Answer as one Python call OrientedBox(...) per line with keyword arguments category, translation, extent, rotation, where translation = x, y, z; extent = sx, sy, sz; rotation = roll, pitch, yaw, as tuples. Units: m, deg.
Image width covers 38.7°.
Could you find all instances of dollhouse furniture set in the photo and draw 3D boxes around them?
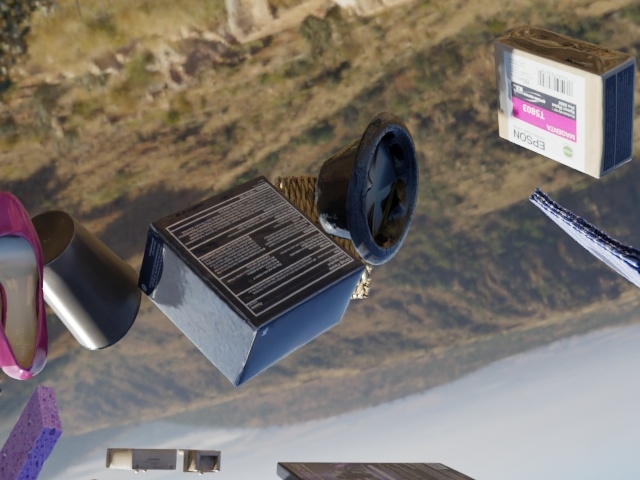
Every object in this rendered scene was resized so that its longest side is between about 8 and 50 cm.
OrientedBox(category="dollhouse furniture set", translation=(-0.392, 0.646, 2.039), extent=(0.303, 0.356, 0.173), rotation=(7, 166, -29))

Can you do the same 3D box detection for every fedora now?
OrientedBox(category="fedora", translation=(0.087, -0.115, 1.963), extent=(0.152, 0.334, 0.334), rotation=(3, 176, 29))

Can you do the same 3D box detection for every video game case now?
OrientedBox(category="video game case", translation=(0.092, 0.355, 1.336), extent=(0.274, 0.026, 0.196), rotation=(4, 177, -18))

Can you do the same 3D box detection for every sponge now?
OrientedBox(category="sponge", translation=(-0.441, 0.327, 1.328), extent=(0.031, 0.117, 0.210), rotation=(24, 101, -30))

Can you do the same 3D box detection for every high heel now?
OrientedBox(category="high heel", translation=(-0.386, 0.052, 1.149), extent=(0.082, 0.244, 0.117), rotation=(0, 173, -23))

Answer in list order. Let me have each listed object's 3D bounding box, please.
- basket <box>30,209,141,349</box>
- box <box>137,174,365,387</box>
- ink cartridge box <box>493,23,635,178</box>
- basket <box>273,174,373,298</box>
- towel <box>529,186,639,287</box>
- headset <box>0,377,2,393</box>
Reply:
OrientedBox(category="basket", translation=(-0.450, 0.061, 1.675), extent=(0.154, 0.204, 0.227), rotation=(-18, 142, 9))
OrientedBox(category="box", translation=(-0.132, 0.069, 1.716), extent=(0.296, 0.294, 0.183), rotation=(-28, 149, -41))
OrientedBox(category="ink cartridge box", translation=(0.404, -0.235, 1.524), extent=(0.088, 0.234, 0.193), rotation=(-29, 128, -24))
OrientedBox(category="basket", translation=(0.000, 0.000, 2.266), extent=(0.223, 0.299, 0.213), rotation=(-6, 149, -4))
OrientedBox(category="towel", translation=(0.556, 0.025, 1.711), extent=(0.243, 0.336, 0.040), rotation=(36, 97, -33))
OrientedBox(category="headset", translation=(-0.779, 0.163, 1.778), extent=(0.243, 0.394, 0.185), rotation=(-50, 174, -29))
